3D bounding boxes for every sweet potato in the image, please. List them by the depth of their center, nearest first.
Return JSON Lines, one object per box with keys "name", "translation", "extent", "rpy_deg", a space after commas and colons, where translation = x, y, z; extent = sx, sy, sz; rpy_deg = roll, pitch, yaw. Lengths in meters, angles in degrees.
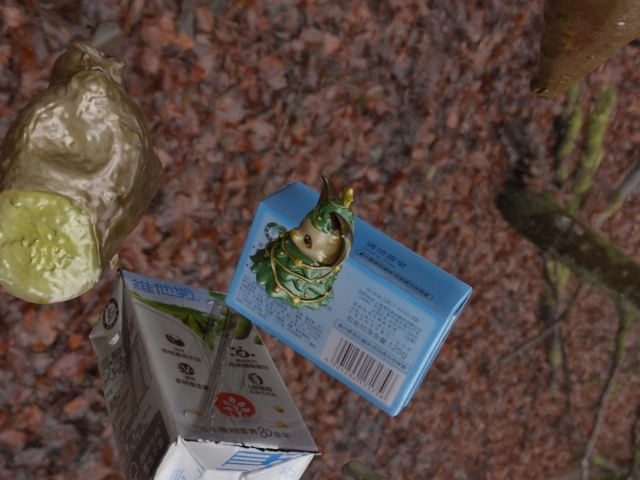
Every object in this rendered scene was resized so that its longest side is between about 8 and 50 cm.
{"name": "sweet potato", "translation": [0.261, -0.237, 0.725], "extent": [0.131, 0.131, 0.337], "rpy_deg": [-44, 159, -35]}

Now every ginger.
{"name": "ginger", "translation": [-0.209, -0.070, 0.758], "extent": [0.270, 0.123, 0.219], "rpy_deg": [-100, -161, -71]}

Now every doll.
{"name": "doll", "translation": [0.006, 0.006, 0.700], "extent": [0.113, 0.078, 0.076], "rpy_deg": [-41, 129, 22]}

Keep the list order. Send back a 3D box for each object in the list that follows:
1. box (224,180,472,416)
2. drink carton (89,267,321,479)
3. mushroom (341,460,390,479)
{"name": "box", "translation": [0.025, 0.059, 0.888], "extent": [0.083, 0.232, 0.143], "rpy_deg": [-35, 153, -53]}
{"name": "drink carton", "translation": [-0.159, 0.191, 1.045], "extent": [0.194, 0.324, 0.132], "rpy_deg": [17, 114, -34]}
{"name": "mushroom", "translation": [0.027, 0.267, 0.595], "extent": [0.246, 0.246, 0.202], "rpy_deg": [16, 89, -62]}
